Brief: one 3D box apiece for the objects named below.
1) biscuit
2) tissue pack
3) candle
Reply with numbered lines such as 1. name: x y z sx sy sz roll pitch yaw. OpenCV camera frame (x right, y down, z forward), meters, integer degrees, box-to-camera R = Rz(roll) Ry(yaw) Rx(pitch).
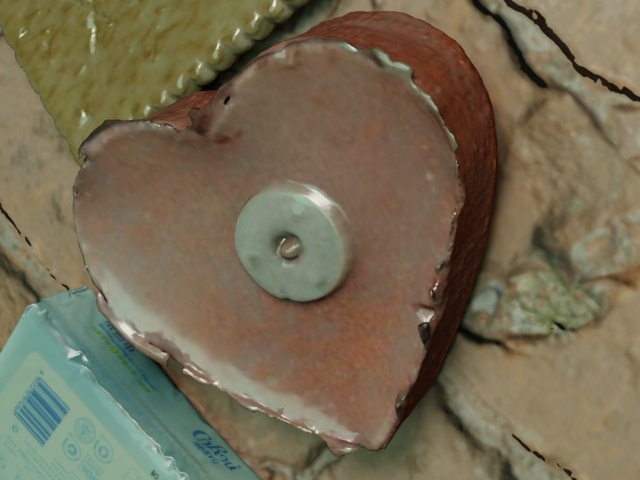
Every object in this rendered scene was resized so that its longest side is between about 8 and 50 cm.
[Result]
1. biscuit: -0.118 -0.215 0.910 0.325 0.044 0.217 -37 80 29
2. tissue pack: -0.164 0.190 0.983 0.263 0.089 0.177 44 120 13
3. candle: 0.000 0.000 0.844 0.317 0.131 0.287 -26 96 35
